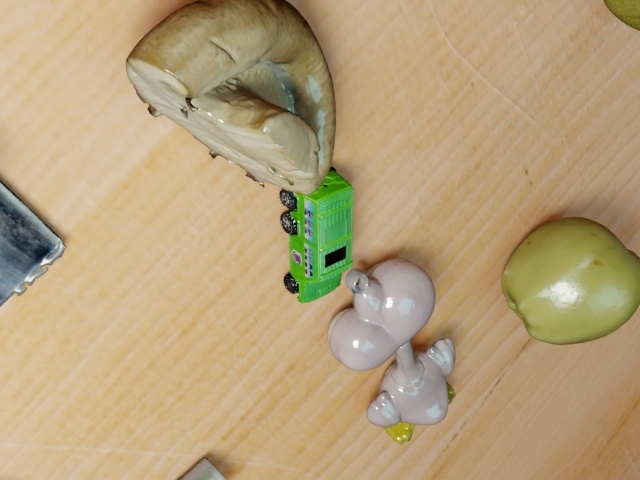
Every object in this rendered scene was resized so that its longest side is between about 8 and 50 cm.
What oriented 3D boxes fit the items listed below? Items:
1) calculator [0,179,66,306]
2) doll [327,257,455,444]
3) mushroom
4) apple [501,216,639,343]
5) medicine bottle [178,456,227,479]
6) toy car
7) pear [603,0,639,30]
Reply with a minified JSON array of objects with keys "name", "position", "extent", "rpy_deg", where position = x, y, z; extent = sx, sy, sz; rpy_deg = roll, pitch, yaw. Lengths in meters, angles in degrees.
[{"name":"calculator","position":[-0.346,-0.016,0.802],"extent":[0.161,0.021,0.261],"rpy_deg":[-45,137,-11]},{"name":"doll","position":[0.103,0.150,1.263],"extent":[0.160,0.094,0.365],"rpy_deg":[-40,136,-12]},{"name":"mushroom","position":[-0.061,-0.153,0.892],"extent":[0.151,0.156,0.286],"rpy_deg":[-65,151,-7]},{"name":"apple","position":[0.361,0.059,1.377],"extent":[0.200,0.200,0.200],"rpy_deg":[-22,129,-31]},{"name":"medicine bottle","position":[-0.194,0.344,1.139],"extent":[0.199,0.058,0.057],"rpy_deg":[-40,136,-16]},{"name":"toy car","position":[0.000,0.000,1.096],"extent":[0.071,0.062,0.165],"rpy_deg":[-23,129,-31]},{"name":"pear","position":[0.431,-0.347,1.219],"extent":[0.167,0.136,0.167],"rpy_deg":[-20,128,-28]}]
